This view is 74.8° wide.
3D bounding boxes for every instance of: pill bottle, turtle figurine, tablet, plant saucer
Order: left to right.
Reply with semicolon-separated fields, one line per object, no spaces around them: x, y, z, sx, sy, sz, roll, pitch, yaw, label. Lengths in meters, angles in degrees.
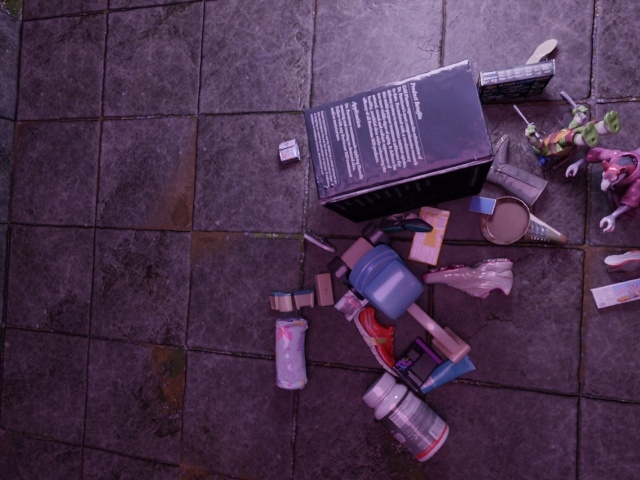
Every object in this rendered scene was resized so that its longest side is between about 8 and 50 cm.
0.294;0.611;1.477;0.283;0.161;0.161;43;99;12;pill bottle
0.575;-0.125;1.487;0.083;0.006;0.054;17;92;39;tablet
0.638;-0.067;1.442;0.168;0.029;0.168;-15;68;42;plant saucer
0.762;-0.371;1.318;0.198;0.266;0.274;5;96;-17;turtle figurine

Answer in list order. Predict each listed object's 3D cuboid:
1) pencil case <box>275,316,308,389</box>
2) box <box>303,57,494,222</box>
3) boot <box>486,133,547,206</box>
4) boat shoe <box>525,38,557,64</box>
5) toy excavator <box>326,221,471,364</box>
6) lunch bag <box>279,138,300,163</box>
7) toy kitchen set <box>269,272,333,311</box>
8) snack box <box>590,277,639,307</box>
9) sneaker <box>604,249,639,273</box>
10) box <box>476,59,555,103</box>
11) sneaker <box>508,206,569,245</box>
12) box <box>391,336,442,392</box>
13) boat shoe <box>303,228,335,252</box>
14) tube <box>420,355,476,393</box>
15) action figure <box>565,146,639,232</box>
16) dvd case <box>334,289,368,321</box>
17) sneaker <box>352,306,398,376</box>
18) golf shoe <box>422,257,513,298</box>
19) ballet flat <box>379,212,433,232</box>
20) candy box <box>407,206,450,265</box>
-0.112;0.428;1.612;0.124;0.113;0.273;1;88;-5;pencil case
0.257;-0.268;1.336;0.472;0.480;0.297;-11;83;15;box
0.679;-0.243;1.445;0.209;0.076;0.189;30;110;20;boot
0.765;-0.637;1.452;0.133;0.042;0.049;-49;53;8;boat shoe
0.286;0.209;1.431;0.222;0.433;0.445;-44;52;1;toy excavator
-0.126;-0.356;1.667;0.071;0.053;0.083;-12;76;13;lunch bag
-0.080;0.200;1.637;0.207;0.166;0.122;-5;87;-22;toy kitchen set
0.997;0.170;1.378;0.178;0.022;0.064;-17;84;14;snack box
1.015;0.076;1.369;0.158;0.061;0.064;-9;113;15;sneaker
0.644;-0.528;1.410;0.220;0.175;0.051;-5;87;15;box
0.734;-0.026;1.432;0.192;0.064;0.086;40;99;18;sneaker
0.343;0.439;1.490;0.116;0.029;0.162;45;59;11;box
0.000;0.000;1.627;0.142;0.049;0.040;29;95;16;boat shoe
0.445;0.476;1.502;0.207;0.052;0.080;-32;87;6;tube
0.913;-0.180;1.228;0.276;0.370;0.248;-33;66;31;action figure
0.121;0.239;1.607;0.087;0.013;0.119;44;98;12;dvd case
0.231;0.367;1.532;0.118;0.107;0.279;-35;82;3;sneaker
0.514;0.143;1.460;0.306;0.115;0.140;-8;90;15;golf shoe
0.310;-0.066;1.525;0.203;0.074;0.074;-2;88;32;ballet flat
0.398;-0.018;1.535;0.105;0.027;0.205;15;92;18;candy box
